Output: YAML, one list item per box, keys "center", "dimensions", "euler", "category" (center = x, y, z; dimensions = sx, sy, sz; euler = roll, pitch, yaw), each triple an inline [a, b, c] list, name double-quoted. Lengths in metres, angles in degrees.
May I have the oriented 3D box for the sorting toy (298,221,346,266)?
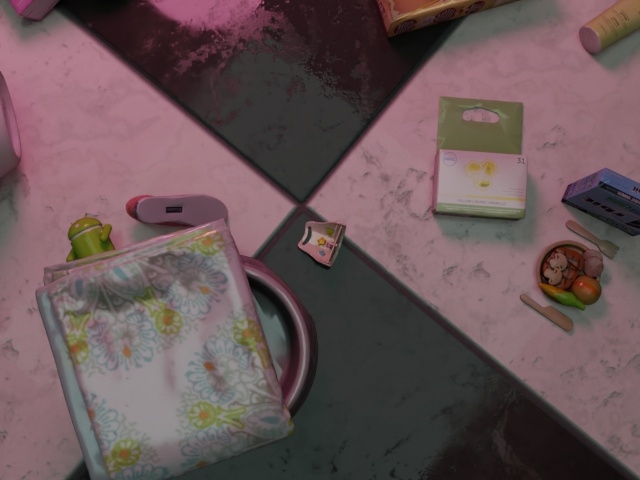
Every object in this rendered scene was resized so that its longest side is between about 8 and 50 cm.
- center: [0.000, 0.000, 1.472]
  dimensions: [0.075, 0.045, 0.083]
  euler: [20, 84, 7]
  category: "sorting toy"

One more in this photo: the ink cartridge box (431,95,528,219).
- center: [0.304, -0.160, 1.495]
  dimensions: [0.171, 0.056, 0.235]
  euler: [4, 86, -1]
  category: "ink cartridge box"

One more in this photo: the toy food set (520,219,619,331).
- center: [0.473, 0.062, 1.483]
  dimensions: [0.132, 0.038, 0.192]
  euler: [32, 83, 1]
  category: "toy food set"

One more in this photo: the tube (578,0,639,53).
- center: [0.615, -0.451, 1.539]
  dimensions: [0.240, 0.062, 0.070]
  euler: [-32, 126, -10]
  category: "tube"

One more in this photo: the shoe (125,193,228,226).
- center: [-0.266, -0.057, 1.456]
  dimensions: [0.178, 0.081, 0.063]
  euler: [1, 96, -31]
  category: "shoe"

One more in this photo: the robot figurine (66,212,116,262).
- center: [-0.415, 0.009, 1.438]
  dimensions: [0.101, 0.067, 0.115]
  euler: [-30, 86, 25]
  category: "robot figurine"

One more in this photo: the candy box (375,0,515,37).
- center: [0.253, -0.527, 1.514]
  dimensions: [0.317, 0.087, 0.182]
  euler: [-17, 85, -5]
  category: "candy box"

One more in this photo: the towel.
- center: [-0.245, 0.179, 1.244]
  dimensions: [0.321, 0.090, 0.374]
  euler: [-17, 87, -5]
  category: "towel"

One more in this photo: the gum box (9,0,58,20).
- center: [-0.506, -0.513, 1.457]
  dimensions: [0.188, 0.062, 0.107]
  euler: [-37, 83, 19]
  category: "gum box"

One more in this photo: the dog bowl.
- center: [-0.173, 0.189, 1.344]
  dimensions: [0.349, 0.102, 0.348]
  euler: [0, 84, -5]
  category: "dog bowl"

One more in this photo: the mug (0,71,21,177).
- center: [-0.688, -0.184, 1.298]
  dimensions: [0.328, 0.374, 0.276]
  euler: [-12, 95, -13]
  category: "mug"

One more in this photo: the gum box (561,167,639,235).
- center: [0.542, -0.066, 1.427]
  dimensions: [0.157, 0.184, 0.041]
  euler: [25, 84, 1]
  category: "gum box"
